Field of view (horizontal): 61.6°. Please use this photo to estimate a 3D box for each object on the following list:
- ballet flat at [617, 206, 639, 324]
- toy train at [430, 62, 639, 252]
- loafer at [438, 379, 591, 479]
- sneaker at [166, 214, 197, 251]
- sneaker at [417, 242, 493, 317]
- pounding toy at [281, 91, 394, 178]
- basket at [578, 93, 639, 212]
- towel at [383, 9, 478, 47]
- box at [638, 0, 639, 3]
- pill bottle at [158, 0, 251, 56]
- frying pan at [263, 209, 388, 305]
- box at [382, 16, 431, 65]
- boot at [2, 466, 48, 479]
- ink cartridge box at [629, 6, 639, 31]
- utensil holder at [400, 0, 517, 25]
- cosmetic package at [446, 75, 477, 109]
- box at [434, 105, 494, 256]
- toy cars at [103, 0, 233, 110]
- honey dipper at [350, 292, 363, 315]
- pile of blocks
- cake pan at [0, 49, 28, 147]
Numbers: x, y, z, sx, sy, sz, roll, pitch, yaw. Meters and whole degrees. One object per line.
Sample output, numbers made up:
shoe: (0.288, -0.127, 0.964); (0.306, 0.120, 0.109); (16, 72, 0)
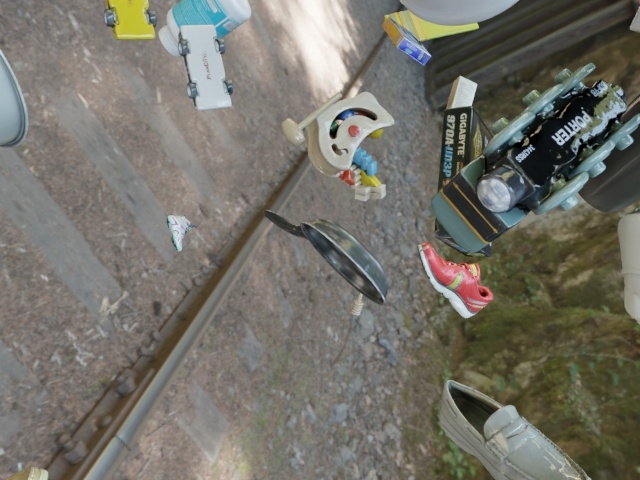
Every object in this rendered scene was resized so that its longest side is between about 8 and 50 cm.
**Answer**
ballet flat: (0.507, 0.085, 0.767); (0.400, 0.139, 0.139); (29, 43, -45)
toy train: (0.300, -0.116, 0.752); (0.333, 0.190, 0.142); (-36, 83, -31)
loafer: (0.326, 0.351, 0.947); (0.112, 0.319, 0.112); (-21, 111, -27)
sneaker: (-0.336, -0.022, 1.329); (0.069, 0.038, 0.098); (-10, 69, -27)
sneaker: (0.358, 0.086, 1.420); (0.279, 0.118, 0.107); (43, 23, -27)
pounding toy: (0.057, -0.242, 1.218); (0.269, 0.155, 0.154); (-26, 90, -24)
basket: (0.544, -0.154, 0.891); (0.204, 0.227, 0.154); (1, 63, -23)
towel: (0.294, -0.579, 1.434); (0.021, 0.237, 0.102); (95, -20, -72)
box: (0.534, -0.423, 0.665); (0.142, 0.299, 0.154); (20, 53, -40)
pill bottle: (-0.345, -0.647, 1.568); (0.146, 0.264, 0.146); (50, 24, -33)
frying pan: (0.019, 0.021, 0.966); (0.197, 0.053, 0.326); (49, -10, -23)
box: (0.188, -0.430, 1.162); (0.081, 0.028, 0.136); (21, 32, -30)
boot: (-0.467, 0.313, 0.654); (0.165, 0.213, 0.077); (57, 2, -24)
ink cartridge box: (0.802, -0.492, 1.226); (0.099, 0.056, 0.135); (9, 24, -17)
utensil holder: (0.234, -0.642, 0.970); (0.385, 0.327, 0.328); (28, 44, -62)
cosmetic package: (0.402, -0.404, 1.538); (0.060, 0.041, 0.115); (23, 74, -11)
box: (0.254, -0.093, 0.922); (0.175, 0.051, 0.221); (22, 72, -56)
toy cars: (-0.340, -0.442, 1.172); (0.393, 0.087, 0.177); (41, 69, -20)
honey dipper: (0.123, 0.139, 1.542); (0.030, 0.030, 0.161); (-33, 142, -67)
pile of blocks: (0.085, -0.275, 1.833); (0.362, 0.149, 0.112); (44, 37, 5)
cake pan: (-0.602, -0.270, 0.862); (0.293, 0.293, 0.054); (58, 46, -20)
